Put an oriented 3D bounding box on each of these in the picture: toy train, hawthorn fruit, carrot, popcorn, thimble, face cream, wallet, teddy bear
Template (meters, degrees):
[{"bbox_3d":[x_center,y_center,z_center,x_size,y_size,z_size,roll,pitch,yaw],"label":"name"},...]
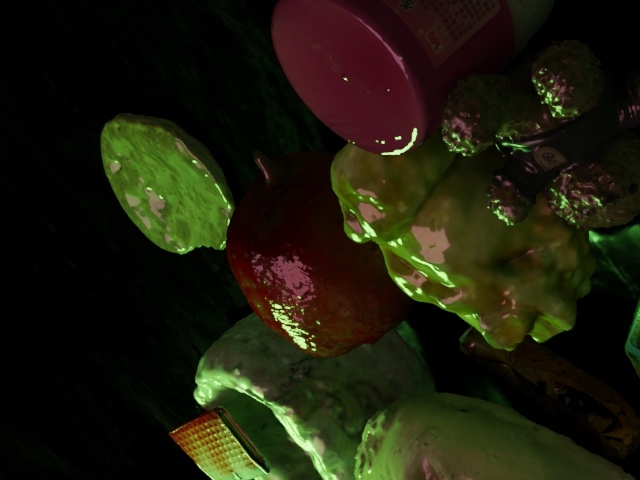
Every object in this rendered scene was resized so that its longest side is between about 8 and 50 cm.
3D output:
[{"bbox_3d":[0.323,0.068,1.735,0.042,0.044,0.209,36,151,19],"label":"toy train"},{"bbox_3d":[0.000,0.000,1.947,0.215,0.215,0.249,8,132,51],"label":"hawthorn fruit"},{"bbox_3d":[0.245,0.151,1.941,0.229,0.069,0.069,35,151,25],"label":"carrot"},{"bbox_3d":[0.127,-0.021,1.733,0.286,0.173,0.225,36,177,-15],"label":"popcorn"},{"bbox_3d":[0.002,0.193,2.203,0.291,0.195,0.291,35,152,22],"label":"thimble"},{"bbox_3d":[0.082,-0.195,1.566,0.175,0.195,0.175,35,152,22],"label":"face cream"},{"bbox_3d":[-0.126,0.259,2.250,0.103,0.020,0.196,50,156,-4],"label":"wallet"},{"bbox_3d":[0.209,-0.103,1.554,0.182,0.129,0.251,-23,142,19],"label":"teddy bear"}]

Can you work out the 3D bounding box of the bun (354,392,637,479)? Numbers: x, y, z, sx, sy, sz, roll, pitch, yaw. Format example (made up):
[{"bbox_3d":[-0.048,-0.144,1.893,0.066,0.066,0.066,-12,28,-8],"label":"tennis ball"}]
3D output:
[{"bbox_3d":[0.196,0.308,1.980,0.362,0.234,0.326,19,173,37],"label":"bun"}]

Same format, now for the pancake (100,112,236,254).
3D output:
[{"bbox_3d":[-0.192,-0.074,2.293,0.222,0.042,0.236,51,150,3],"label":"pancake"}]

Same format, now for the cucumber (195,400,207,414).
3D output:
[{"bbox_3d":[-0.077,0.256,2.537,0.303,0.072,0.081,19,143,43],"label":"cucumber"}]
